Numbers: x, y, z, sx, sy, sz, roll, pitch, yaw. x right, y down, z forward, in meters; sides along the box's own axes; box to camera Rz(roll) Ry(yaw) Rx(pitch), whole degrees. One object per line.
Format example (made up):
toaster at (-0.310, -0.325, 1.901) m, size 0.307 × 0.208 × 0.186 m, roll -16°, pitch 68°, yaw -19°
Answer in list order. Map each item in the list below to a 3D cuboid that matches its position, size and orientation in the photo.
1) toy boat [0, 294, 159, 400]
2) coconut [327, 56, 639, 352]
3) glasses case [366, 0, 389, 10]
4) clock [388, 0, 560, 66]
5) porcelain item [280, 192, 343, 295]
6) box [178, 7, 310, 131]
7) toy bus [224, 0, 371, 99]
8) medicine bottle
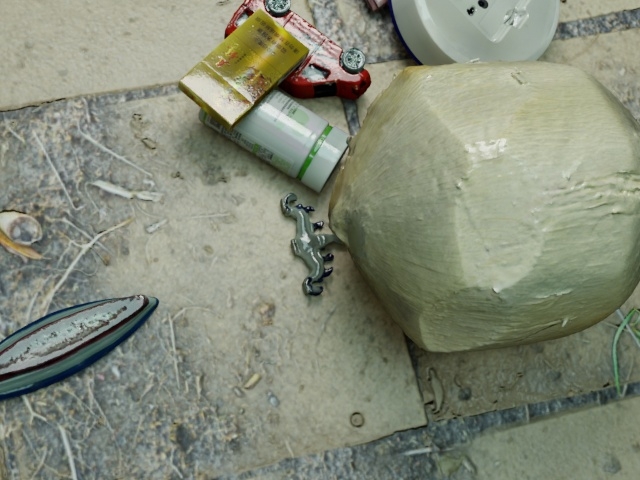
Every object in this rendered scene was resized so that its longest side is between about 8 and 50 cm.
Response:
toy boat at (-0.296, 0.115, 1.243) m, size 0.228 × 0.046 × 0.080 m, roll -24°, pitch 76°, yaw -13°
coconut at (0.189, -0.042, 1.214) m, size 0.360 × 0.346 × 0.347 m, roll -5°, pitch 75°, yaw -19°
glasses case at (0.041, -0.373, 1.426) m, size 0.193 × 0.070 × 0.103 m, roll 16°, pitch 73°, yaw -5°
clock at (0.208, -0.324, 1.403) m, size 0.230 × 0.083 × 0.231 m, roll 1°, pitch 86°, yaw -24°
porcelain item at (0.000, 0.000, 1.335) m, size 0.075 × 0.021 × 0.136 m, roll -12°, pitch 76°, yaw -13°
box at (-0.093, -0.212, 1.294) m, size 0.089 × 0.022 × 0.156 m, roll 41°, pitch 63°, yaw 6°
toy bus at (-0.028, -0.242, 1.373) m, size 0.195 × 0.081 × 0.089 m, roll 37°, pitch 81°, yaw 2°
medicine bottle at (-0.057, -0.142, 1.334) m, size 0.183 × 0.086 × 0.086 m, roll 32°, pitch 71°, yaw 0°
